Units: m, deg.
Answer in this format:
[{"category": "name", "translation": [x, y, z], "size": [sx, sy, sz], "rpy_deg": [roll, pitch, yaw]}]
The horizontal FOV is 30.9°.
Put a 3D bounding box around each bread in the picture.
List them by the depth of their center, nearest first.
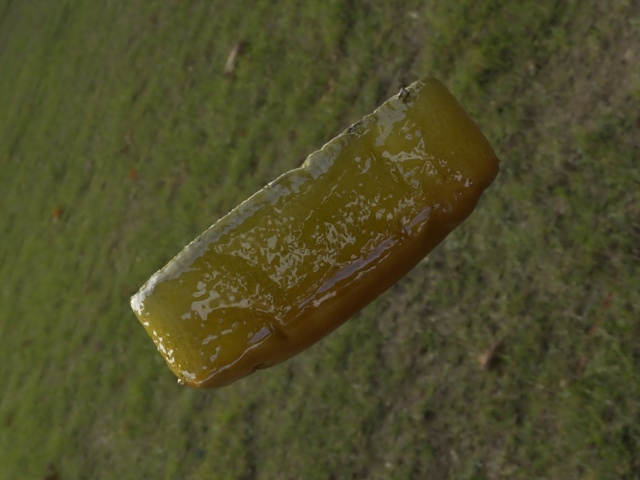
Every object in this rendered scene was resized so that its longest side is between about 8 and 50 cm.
[{"category": "bread", "translation": [0.000, 0.000, 0.722], "size": [0.245, 0.094, 0.102], "rpy_deg": [-37, 2, -9]}]
